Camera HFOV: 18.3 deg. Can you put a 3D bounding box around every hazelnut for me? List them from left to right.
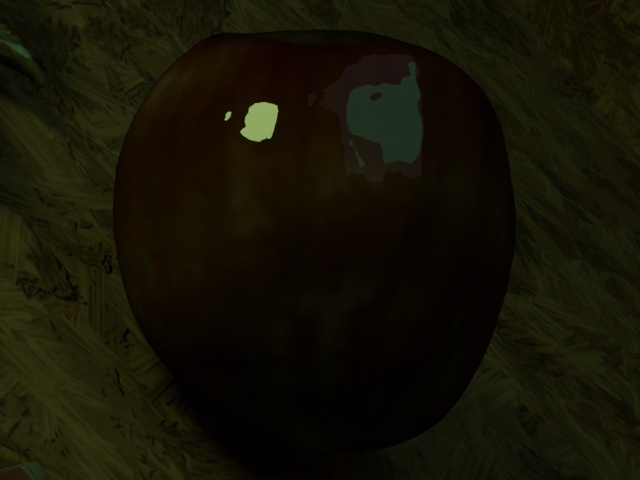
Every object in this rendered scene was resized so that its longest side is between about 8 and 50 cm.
[{"bbox_3d":[0.001,-0.009,1.645,0.366,0.366,0.366,35,24,-18],"label":"hazelnut"}]

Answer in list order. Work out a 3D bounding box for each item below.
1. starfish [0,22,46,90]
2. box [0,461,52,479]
[{"bbox_3d":[-0.409,-0.276,1.694,0.432,0.082,0.324,51,11,11],"label":"starfish"},{"bbox_3d":[-0.208,0.175,1.347,0.046,0.012,0.083,50,25,19],"label":"box"}]
